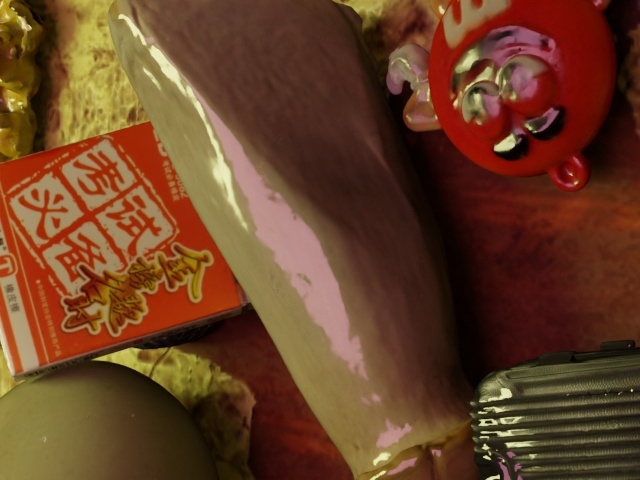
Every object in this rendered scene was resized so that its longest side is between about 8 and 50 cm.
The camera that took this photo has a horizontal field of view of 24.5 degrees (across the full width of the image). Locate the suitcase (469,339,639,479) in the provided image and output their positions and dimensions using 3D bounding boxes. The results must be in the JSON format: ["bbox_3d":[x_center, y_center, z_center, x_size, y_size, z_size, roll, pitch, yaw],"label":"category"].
[{"bbox_3d":[0.241,0.151,0.836,0.312,0.128,0.202,-10,85,36],"label":"suitcase"}]

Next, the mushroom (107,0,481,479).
[{"bbox_3d":[0.005,-0.005,1.006,0.137,0.154,0.407,-37,77,51],"label":"mushroom"}]

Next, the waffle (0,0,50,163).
[{"bbox_3d":[-0.358,-0.161,1.318,0.302,0.068,0.325,4,99,39],"label":"waffle"}]

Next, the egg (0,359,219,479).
[{"bbox_3d":[-0.177,0.224,1.097,0.219,0.219,0.269,8,84,37],"label":"egg"}]

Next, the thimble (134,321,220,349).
[{"bbox_3d":[-0.123,0.031,1.146,0.095,0.066,0.104,1,91,39],"label":"thimble"}]

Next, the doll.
[{"bbox_3d":[0.116,-0.128,0.956,0.183,0.085,0.217,-24,70,38],"label":"doll"}]

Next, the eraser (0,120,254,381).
[{"bbox_3d":[-0.136,-0.004,1.086,0.230,0.038,0.157,-17,77,-7],"label":"eraser"}]
